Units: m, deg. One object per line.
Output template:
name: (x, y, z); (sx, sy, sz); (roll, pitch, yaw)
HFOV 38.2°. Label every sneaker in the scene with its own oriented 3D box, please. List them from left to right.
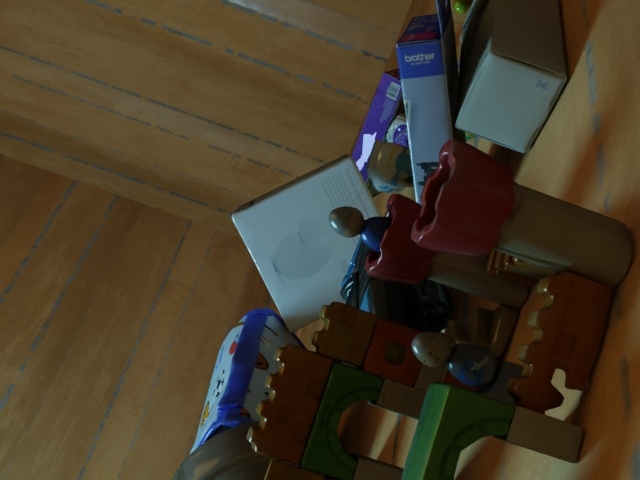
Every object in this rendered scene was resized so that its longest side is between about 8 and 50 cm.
sneaker: (0.154, -0.131, 1.782); (0.228, 0.092, 0.088); (15, -87, -75)
sneaker: (0.098, 0.077, 1.093); (0.341, 0.139, 0.125); (-72, 4, -70)
sneaker: (0.173, -0.184, 1.911); (0.068, 0.071, 0.170); (-49, -21, -25)

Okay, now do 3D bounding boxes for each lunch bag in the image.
lunch bag: (-0.102, 0.351, 1.522); (0.328, 0.238, 0.386); (-80, -11, -63)

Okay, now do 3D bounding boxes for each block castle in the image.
block castle: (0.057, 0.165, 0.772); (0.303, 0.212, 0.453); (133, 156, -80)

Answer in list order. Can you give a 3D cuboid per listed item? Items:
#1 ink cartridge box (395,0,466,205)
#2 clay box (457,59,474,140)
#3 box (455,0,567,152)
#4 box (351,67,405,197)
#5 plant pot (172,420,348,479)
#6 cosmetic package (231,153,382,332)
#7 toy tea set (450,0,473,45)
ink cartridge box: (0.142, -0.160, 1.143); (0.186, 0.065, 0.311); (-64, -30, -64)
clay box: (0.222, -0.219, 1.468); (0.222, 0.053, 0.128); (-172, 101, -85)
box: (0.230, -0.233, 1.132); (0.275, 0.094, 0.113); (-75, 6, -52)
box: (0.145, -0.228, 1.980); (0.201, 0.057, 0.293); (-29, -35, -58)
plant pot: (-0.059, 0.402, 1.199); (0.229, 0.263, 0.263); (-110, 36, -56)
cosmetic package: (0.000, 0.000, 1.588); (0.224, 0.224, 0.138); (-25, 8, 3)
toy tea set: (0.211, -0.406, 1.358); (0.200, 0.124, 0.336); (-68, -18, -2)
